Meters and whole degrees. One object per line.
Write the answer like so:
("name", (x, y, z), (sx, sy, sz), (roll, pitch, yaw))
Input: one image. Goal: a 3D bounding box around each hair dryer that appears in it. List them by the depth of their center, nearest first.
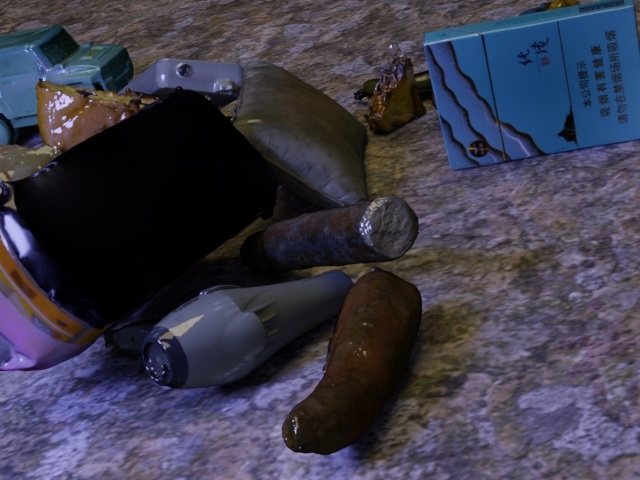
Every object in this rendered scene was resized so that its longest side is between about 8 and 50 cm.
("hair dryer", (-0.078, 0.075, 1.332), (0.219, 0.088, 0.225), (-15, 6, -19))

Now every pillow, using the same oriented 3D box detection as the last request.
("pillow", (-0.024, -0.123, 1.659), (0.185, 0.075, 0.302), (29, 20, -10))

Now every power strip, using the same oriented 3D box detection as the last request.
("power strip", (-0.190, -0.197, 1.907), (0.118, 0.046, 0.270), (4, -6, -21))

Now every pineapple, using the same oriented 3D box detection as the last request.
("pineapple", (0.099, -0.195, 1.820), (0.077, 0.114, 0.114), (10, 31, 9))

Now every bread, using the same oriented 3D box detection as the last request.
("bread", (-0.222, -0.109, 1.724), (0.261, 0.147, 0.160), (7, 9, -17))

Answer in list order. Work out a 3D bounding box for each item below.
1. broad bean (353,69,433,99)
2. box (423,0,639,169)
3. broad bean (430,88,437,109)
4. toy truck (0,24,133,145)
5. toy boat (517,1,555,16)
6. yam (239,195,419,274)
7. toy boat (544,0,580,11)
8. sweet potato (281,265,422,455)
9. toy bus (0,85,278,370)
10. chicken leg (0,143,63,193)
("broad bean", (0.152, -0.217, 1.907), (0.227, 0.039, 0.069), (-10, 17, 12))
("box", (0.241, -0.171, 1.579), (0.229, 0.162, 0.041), (-8, 29, 11))
("broad bean", (0.212, -0.182, 1.738), (0.114, 0.084, 0.165), (-14, 10, -42))
("toy truck", (-0.420, -0.227, 2.121), (0.279, 0.156, 0.155), (-7, 23, 19))
("toy boat", (0.305, -0.277, 1.908), (0.077, 0.075, 0.185), (-8, 19, 21))
("yam", (0.000, 0.000, 1.360), (0.061, 0.061, 0.274), (-26, 8, -27))
("toy boat", (0.351, -0.222, 1.714), (0.141, 0.099, 0.318), (-5, 24, -18))
("sweet potato", (0.032, 0.104, 1.174), (0.075, 0.075, 0.273), (-6, 25, 20))
("toy bus", (-0.204, -0.002, 1.378), (0.162, 0.171, 0.386), (-42, -1, 30))
("chicken leg", (-0.483, 0.004, 1.587), (0.429, 0.152, 0.201), (-22, 28, -29))
